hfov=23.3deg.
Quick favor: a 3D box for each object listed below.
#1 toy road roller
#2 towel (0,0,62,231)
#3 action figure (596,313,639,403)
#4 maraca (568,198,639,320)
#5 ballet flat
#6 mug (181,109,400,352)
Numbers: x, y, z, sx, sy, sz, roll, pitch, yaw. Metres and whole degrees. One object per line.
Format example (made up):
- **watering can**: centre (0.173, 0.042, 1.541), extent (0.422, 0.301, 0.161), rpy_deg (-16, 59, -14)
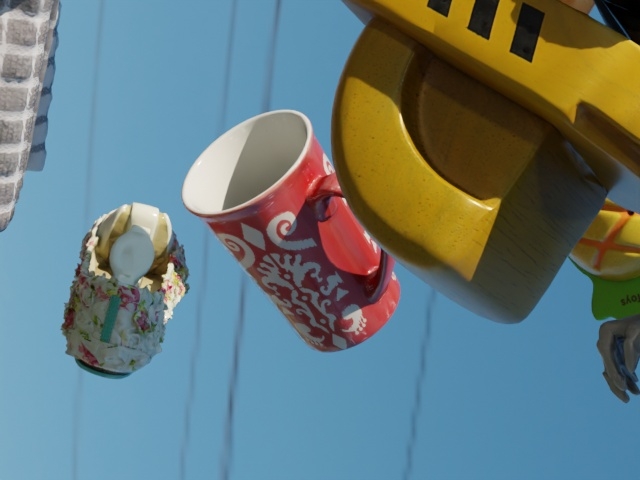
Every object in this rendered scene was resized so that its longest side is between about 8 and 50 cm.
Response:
- **toy road roller**: centre (0.072, -0.110, 0.801), extent (0.329, 0.202, 0.240), rpy_deg (34, -91, 29)
- **towel**: centre (-0.265, -0.127, 0.780), extent (0.121, 0.284, 0.235), rpy_deg (-119, -142, -61)
- **action figure**: centre (0.196, 0.046, 0.655), extent (0.164, 0.141, 0.275), rpy_deg (49, 27, -87)
- **maraca**: centre (0.255, -0.014, 1.316), extent (0.127, 0.099, 0.185), rpy_deg (-25, -103, 40)
- **ballet flat**: centre (-0.135, 0.018, 1.132), extent (0.241, 0.091, 0.077), rpy_deg (-100, -156, -67)
- **mug**: centre (-0.008, 0.005, 1.185), extent (0.169, 0.113, 0.150), rpy_deg (56, -10, -33)
